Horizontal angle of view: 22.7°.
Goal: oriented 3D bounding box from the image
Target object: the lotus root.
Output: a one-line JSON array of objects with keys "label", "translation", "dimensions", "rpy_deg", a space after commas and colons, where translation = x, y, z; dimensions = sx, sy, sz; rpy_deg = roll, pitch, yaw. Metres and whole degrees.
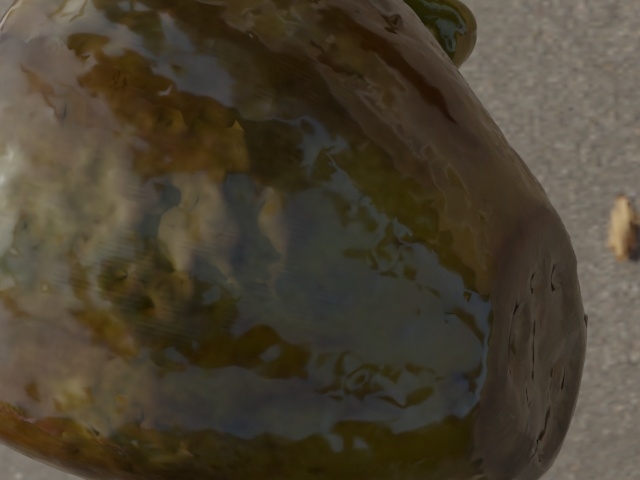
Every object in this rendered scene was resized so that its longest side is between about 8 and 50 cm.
[{"label": "lotus root", "translation": [0.000, 0.000, 0.511], "dimensions": [0.180, 0.188, 0.199], "rpy_deg": [14, 89, 30]}]

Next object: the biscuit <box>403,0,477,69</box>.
[{"label": "biscuit", "translation": [-0.034, -0.071, 0.754], "dimensions": [0.174, 0.039, 0.183], "rpy_deg": [29, 110, 7]}]
